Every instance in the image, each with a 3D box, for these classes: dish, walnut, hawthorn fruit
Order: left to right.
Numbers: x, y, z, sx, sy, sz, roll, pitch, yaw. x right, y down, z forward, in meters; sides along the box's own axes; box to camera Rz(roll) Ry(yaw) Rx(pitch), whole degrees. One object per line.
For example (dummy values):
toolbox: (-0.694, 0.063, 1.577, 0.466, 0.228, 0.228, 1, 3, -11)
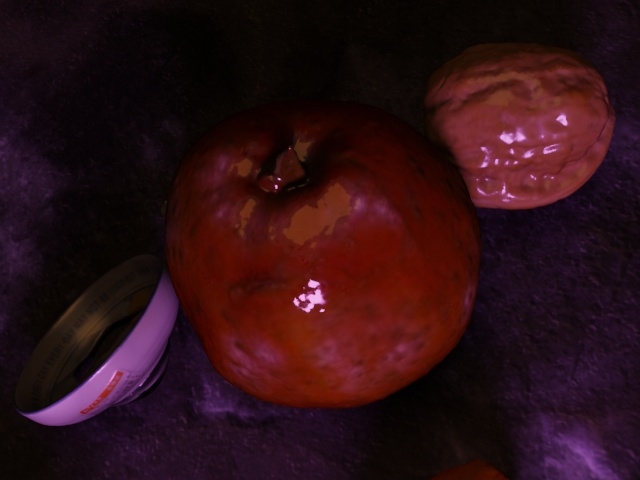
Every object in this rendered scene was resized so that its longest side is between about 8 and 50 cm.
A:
dish: (-0.278, 0.160, 1.092, 0.273, 0.134, 0.273, -31, 28, 19)
hawthorn fruit: (0.000, 0.000, 0.956, 0.403, 0.403, 0.402, -6, 60, 12)
walnut: (0.267, -0.157, 1.063, 0.257, 0.224, 0.257, -3, 67, 8)

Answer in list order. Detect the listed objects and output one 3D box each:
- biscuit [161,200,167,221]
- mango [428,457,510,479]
biscuit: (-0.099, -0.098, 1.237, 0.323, 0.038, 0.099, -30, 62, -3)
mango: (0.147, 0.412, 0.817, 0.199, 0.201, 0.350, -1, 64, 57)
